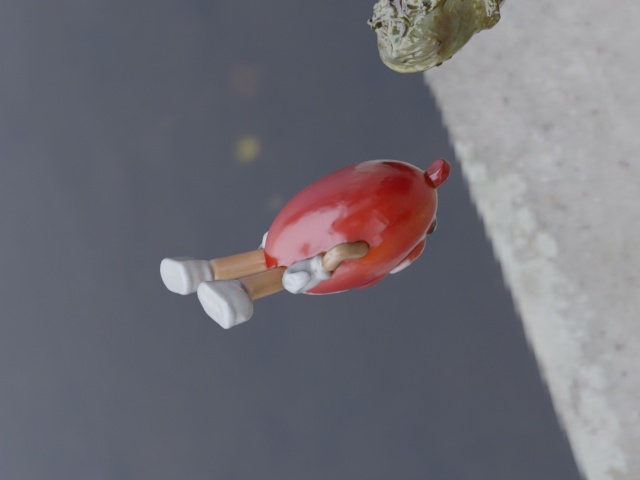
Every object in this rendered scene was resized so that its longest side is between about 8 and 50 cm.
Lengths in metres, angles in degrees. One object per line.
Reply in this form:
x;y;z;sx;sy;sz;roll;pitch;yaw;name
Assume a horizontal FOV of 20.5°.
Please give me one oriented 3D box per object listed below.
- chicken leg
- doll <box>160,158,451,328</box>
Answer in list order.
0.133;-0.230;1.479;0.228;0.103;0.088;-37;30;12;chicken leg
0.000;0.000;1.317;0.085;0.217;0.183;68;165;-16;doll
